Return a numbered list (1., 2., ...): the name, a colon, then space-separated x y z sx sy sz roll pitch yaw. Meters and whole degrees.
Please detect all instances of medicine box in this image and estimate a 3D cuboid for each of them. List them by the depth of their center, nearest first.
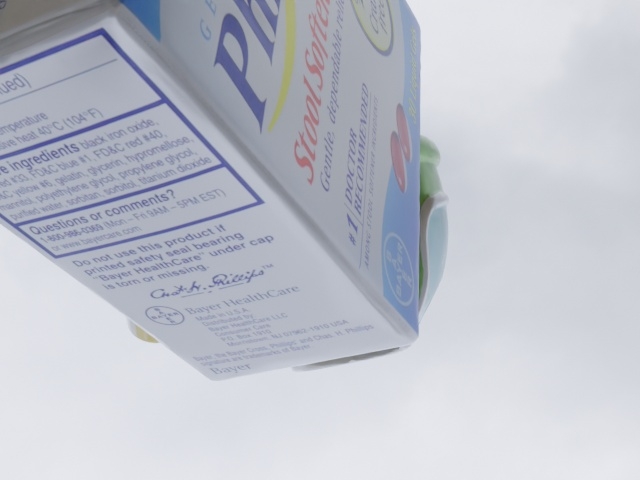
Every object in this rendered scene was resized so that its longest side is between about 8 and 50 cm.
1. medicine box: -0.063 -0.104 0.546 0.149 0.289 0.263 -13 -127 24

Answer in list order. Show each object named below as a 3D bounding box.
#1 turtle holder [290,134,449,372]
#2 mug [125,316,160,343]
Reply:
1. turtle holder: 0.016 -0.002 0.871 0.243 0.320 0.227 -9 -94 -17
2. mug: -0.131 0.055 0.763 0.062 0.064 0.078 2 -136 -10
